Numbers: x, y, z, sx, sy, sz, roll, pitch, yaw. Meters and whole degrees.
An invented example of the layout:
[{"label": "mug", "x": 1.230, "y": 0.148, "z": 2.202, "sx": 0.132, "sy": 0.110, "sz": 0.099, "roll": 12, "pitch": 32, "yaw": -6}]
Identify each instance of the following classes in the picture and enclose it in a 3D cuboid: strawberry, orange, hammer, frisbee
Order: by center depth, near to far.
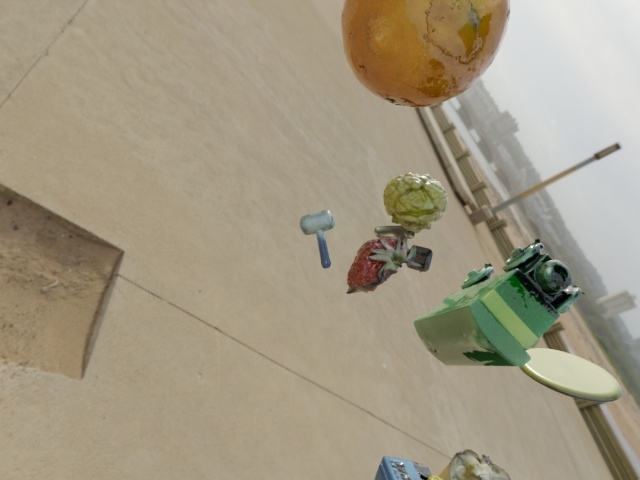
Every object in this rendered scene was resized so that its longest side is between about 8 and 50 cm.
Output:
[{"label": "orange", "x": 0.153, "y": -0.329, "z": 0.649, "sx": 0.246, "sy": 0.246, "sz": 0.246, "roll": 43, "pitch": 29, "yaw": -31}, {"label": "frisbee", "x": 0.620, "y": 0.330, "z": 1.077, "sx": 0.236, "sy": 0.236, "sz": 0.017, "roll": -27, "pitch": 125, "yaw": -65}, {"label": "hammer", "x": 0.000, "y": 0.000, "z": 1.393, "sx": 0.069, "sy": 0.116, "sz": 0.194, "roll": 57, "pitch": 20, "yaw": -71}, {"label": "strawberry", "x": 0.156, "y": 0.081, "z": 1.457, "sx": 0.233, "sy": 0.306, "sz": 0.137, "roll": -39, "pitch": 96, "yaw": -33}]

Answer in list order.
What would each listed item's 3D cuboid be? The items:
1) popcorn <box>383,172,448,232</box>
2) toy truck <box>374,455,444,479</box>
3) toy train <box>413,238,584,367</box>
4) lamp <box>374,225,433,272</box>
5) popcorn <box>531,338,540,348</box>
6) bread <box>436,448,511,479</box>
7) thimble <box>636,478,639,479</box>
[{"label": "popcorn", "x": 0.353, "y": -0.136, "z": 1.587, "sx": 0.259, "sy": 0.259, "sz": 0.212, "roll": 28, "pitch": 67, "yaw": -48}, {"label": "toy truck", "x": 0.231, "y": 0.671, "z": 0.995, "sx": 0.162, "sy": 0.161, "sz": 0.385, "roll": 17, "pitch": 1, "yaw": -5}, {"label": "toy train", "x": 0.291, "y": 0.118, "z": 0.738, "sx": 0.120, "sy": 0.202, "sz": 0.301, "roll": 51, "pitch": -15, "yaw": 8}, {"label": "lamp", "x": 0.366, "y": 0.036, "z": 1.926, "sx": 0.283, "sy": 0.203, "sz": 0.124, "roll": 38, "pitch": 73, "yaw": -47}, {"label": "popcorn", "x": 0.695, "y": 0.293, "z": 1.562, "sx": 0.235, "sy": 0.241, "sz": 0.250, "roll": -11, "pitch": 58, "yaw": -24}, {"label": "bread", "x": 0.479, "y": 0.886, "z": 1.290, "sx": 0.250, "sy": 0.394, "sz": 0.361, "roll": 2, "pitch": 39, "yaw": -16}, {"label": "thimble", "x": 0.420, "y": 0.358, "z": 0.409, "sx": 0.157, "sy": 0.217, "sz": 0.245, "roll": 75, "pitch": 10, "yaw": -84}]
